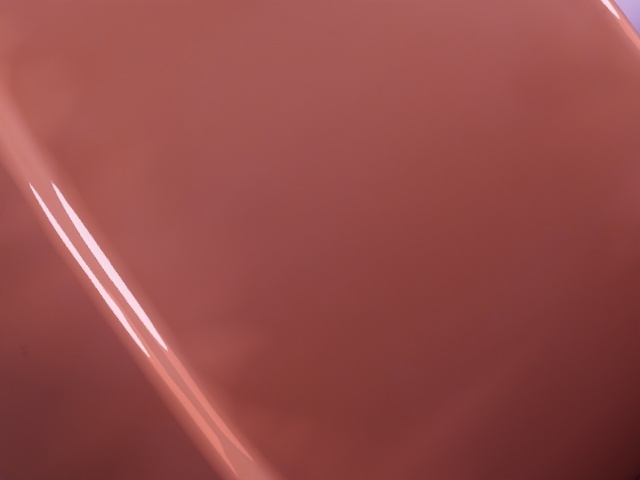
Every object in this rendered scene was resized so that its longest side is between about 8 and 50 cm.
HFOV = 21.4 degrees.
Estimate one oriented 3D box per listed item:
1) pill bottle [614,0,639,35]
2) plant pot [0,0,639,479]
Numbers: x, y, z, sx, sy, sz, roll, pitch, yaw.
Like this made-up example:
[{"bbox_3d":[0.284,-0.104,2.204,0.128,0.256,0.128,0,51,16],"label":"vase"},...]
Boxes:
[{"bbox_3d":[0.051,-0.089,1.111,0.188,0.334,0.188,54,3,-4],"label":"pill bottle"},{"bbox_3d":[0.000,0.000,0.527,0.291,0.203,0.291,53,2,-3],"label":"plant pot"}]
